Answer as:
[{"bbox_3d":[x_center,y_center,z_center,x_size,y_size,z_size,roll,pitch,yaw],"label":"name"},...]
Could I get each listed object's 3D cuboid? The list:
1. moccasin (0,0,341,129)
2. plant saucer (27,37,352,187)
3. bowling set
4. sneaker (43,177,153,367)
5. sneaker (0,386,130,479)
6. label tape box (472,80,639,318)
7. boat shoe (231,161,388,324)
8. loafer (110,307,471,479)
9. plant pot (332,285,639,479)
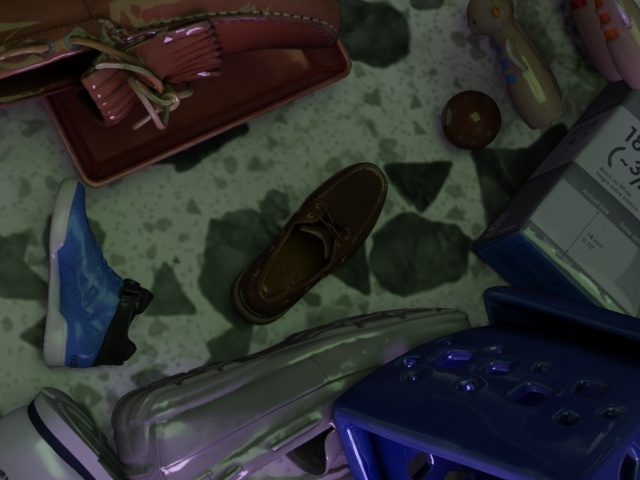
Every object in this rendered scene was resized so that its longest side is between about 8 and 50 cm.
[{"bbox_3d":[-0.168,-0.142,1.036,0.380,0.139,0.147,-7,82,-17],"label":"moccasin"},{"bbox_3d":[-0.141,-0.203,1.154,0.258,0.048,0.259,-26,87,-19],"label":"plant saucer"},{"bbox_3d":[0.173,-0.180,1.171,0.200,0.287,0.154,-28,97,9],"label":"bowling set"},{"bbox_3d":[-0.177,0.027,1.090,0.084,0.058,0.152,3,83,-10],"label":"sneaker"},{"bbox_3d":[-0.173,0.228,1.051,0.095,0.090,0.235,-38,91,-1],"label":"sneaker"},{"bbox_3d":[0.337,-0.038,1.230,0.240,0.106,0.334,43,71,-5],"label":"label tape box"},{"bbox_3d":[-0.001,0.000,1.147,0.064,0.060,0.178,45,71,-4],"label":"boat shoe"},{"bbox_3d":[-0.011,0.133,1.091,0.319,0.112,0.111,-17,92,-24],"label":"loafer"},{"bbox_3d":[0.181,0.178,1.045,0.212,0.236,0.236,-40,125,-30],"label":"plant pot"}]
